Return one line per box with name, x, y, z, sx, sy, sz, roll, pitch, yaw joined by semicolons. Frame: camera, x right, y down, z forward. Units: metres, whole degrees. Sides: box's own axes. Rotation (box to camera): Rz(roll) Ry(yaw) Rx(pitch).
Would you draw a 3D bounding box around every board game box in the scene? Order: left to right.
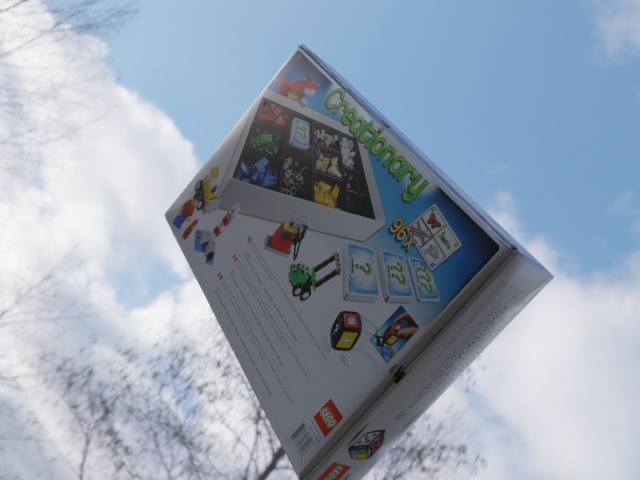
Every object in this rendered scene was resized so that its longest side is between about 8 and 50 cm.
board game box;0.000;0.000;0.586;0.053;0.193;0.305;30;16;-41
